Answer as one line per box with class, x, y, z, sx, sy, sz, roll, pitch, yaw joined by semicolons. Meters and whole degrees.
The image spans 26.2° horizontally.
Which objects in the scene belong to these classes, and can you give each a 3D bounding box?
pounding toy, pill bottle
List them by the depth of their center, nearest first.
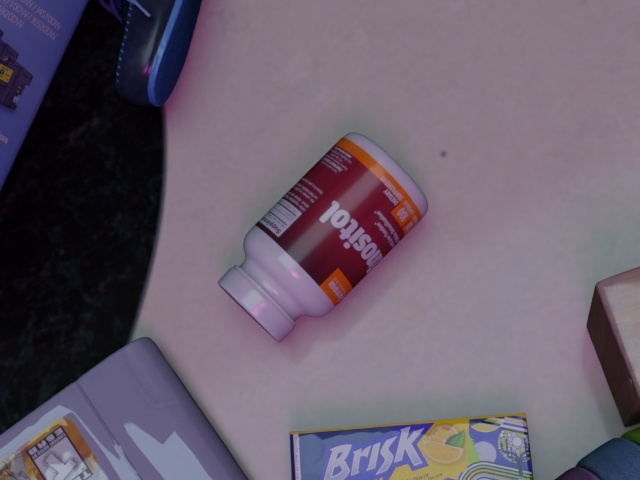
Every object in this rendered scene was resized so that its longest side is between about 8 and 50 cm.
pounding toy;0.280;0.046;0.897;0.181;0.206;0.094;-18;72;2
pill bottle;0.000;0.000;1.015;0.086;0.086;0.152;43;84;17

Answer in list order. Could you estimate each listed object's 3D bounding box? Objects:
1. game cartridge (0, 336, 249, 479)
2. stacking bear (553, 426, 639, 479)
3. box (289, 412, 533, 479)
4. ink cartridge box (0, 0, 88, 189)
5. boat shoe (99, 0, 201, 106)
game cartridge;-0.191;0.232;0.993;0.297;0.062;0.198;-37;68;-3
stacking bear;0.267;0.185;0.891;0.289;0.175;0.164;-23;85;-10
box;0.065;0.160;0.975;0.168;0.054;0.059;-6;73;7
ink cartridge box;-0.313;-0.199;1.038;0.270;0.151;0.396;13;76;40
boat shoe;-0.136;-0.220;1.100;0.089;0.109;0.258;10;60;-1
